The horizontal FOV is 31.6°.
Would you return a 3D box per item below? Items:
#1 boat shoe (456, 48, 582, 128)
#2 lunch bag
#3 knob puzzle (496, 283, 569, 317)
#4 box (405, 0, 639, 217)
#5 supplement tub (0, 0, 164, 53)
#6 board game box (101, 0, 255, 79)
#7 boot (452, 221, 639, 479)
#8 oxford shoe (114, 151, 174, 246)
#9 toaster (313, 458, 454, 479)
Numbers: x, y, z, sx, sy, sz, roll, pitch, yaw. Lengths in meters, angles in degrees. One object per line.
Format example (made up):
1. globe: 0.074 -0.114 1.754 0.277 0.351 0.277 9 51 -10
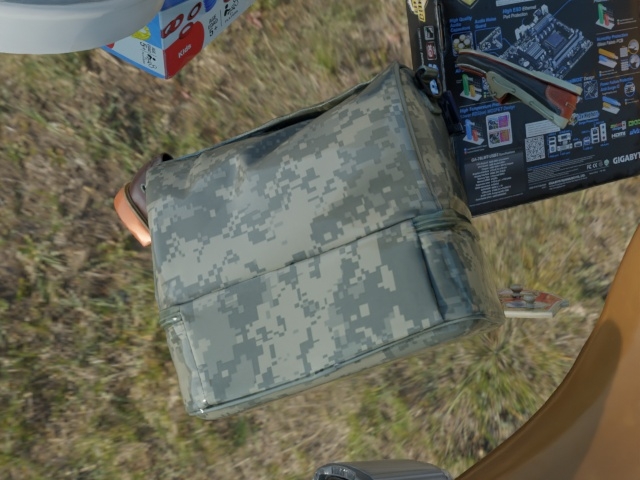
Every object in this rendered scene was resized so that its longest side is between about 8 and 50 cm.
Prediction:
1. boat shoe: 0.188 -0.151 1.106 0.137 0.049 0.043 27 101 29
2. lunch bag: 0.000 0.000 1.040 0.305 0.212 0.256 -20 82 16
3. knob puzzle: 0.286 0.085 1.744 0.213 0.213 0.029 -1 97 9
4. box: 0.246 -0.196 1.301 0.296 0.073 0.293 -14 103 -26
5. supplement tub: -0.138 -0.284 0.546 0.241 0.241 0.331 32 130 10
6. board game box: -0.078 -0.344 0.963 0.086 0.302 0.308 30 59 18
7. boot: 0.065 0.105 0.421 0.220 0.109 0.283 -1 116 -29
8. oxford shoe: -0.134 0.010 1.377 0.271 0.097 0.098 45 116 5
9. toaster: 0.086 0.365 1.544 0.147 0.227 0.129 -1 86 -24
